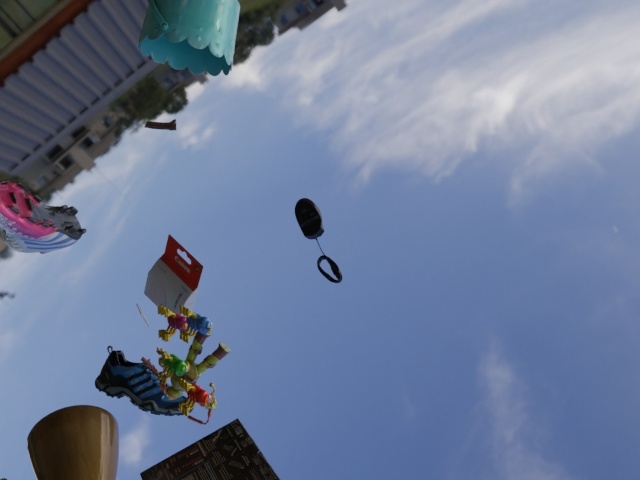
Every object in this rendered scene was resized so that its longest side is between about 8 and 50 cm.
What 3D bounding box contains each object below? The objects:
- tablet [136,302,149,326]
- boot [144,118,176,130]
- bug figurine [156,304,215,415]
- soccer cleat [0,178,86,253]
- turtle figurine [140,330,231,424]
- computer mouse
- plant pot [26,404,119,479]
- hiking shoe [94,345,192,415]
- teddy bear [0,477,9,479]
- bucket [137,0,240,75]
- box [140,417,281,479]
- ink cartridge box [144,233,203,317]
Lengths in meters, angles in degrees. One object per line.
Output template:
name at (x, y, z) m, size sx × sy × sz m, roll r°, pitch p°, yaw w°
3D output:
tablet at (-0.517, 0.218, 1.927) m, size 0.006 × 0.054 × 0.083 m, roll -30°, pitch -156°, yaw -13°
boot at (-0.585, -0.424, 2.413) m, size 0.114 × 0.037 × 0.106 m, roll -1°, pitch -163°, yaw -13°
bug figurine at (-0.329, 0.274, 1.627) m, size 0.072 × 0.279 × 0.216 m, roll -10°, pitch -159°, yaw -40°
soccer cleat at (-0.622, -0.027, 1.380) m, size 0.143 × 0.116 × 0.331 m, roll -29°, pitch 167°, yaw 3°
turtle figurine at (-0.353, 0.336, 1.746) m, size 0.269 × 0.087 × 0.217 m, roll 38°, pitch -88°, yaw 24°
computer mouse at (0.000, 0.000, 1.730) m, size 0.071 × 0.242 × 0.041 m, roll -25°, pitch 175°, yaw 26°
plant pot at (-0.621, 0.601, 1.701) m, size 0.237 × 0.237 × 0.254 m, roll -39°, pitch -139°, yaw 1°
hiking shoe at (-0.510, 0.422, 1.949) m, size 0.113 × 0.303 × 0.132 m, roll -147°, pitch -104°, yaw -89°
teddy bear at (-0.854, 0.696, 1.557) m, size 0.113 × 0.337 × 0.245 m, roll -46°, pitch -123°, yaw 34°
bucket at (-0.354, -0.581, 1.805) m, size 0.281 × 0.281 × 0.183 m, roll 7°, pitch -95°, yaw 54°
box at (-0.212, 0.515, 1.337) m, size 0.242 × 0.077 × 0.307 m, roll -26°, pitch -156°, yaw -19°
ink cartridge box at (-0.465, 0.127, 2.078) m, size 0.189 × 0.232 × 0.066 m, roll 39°, pitch -140°, yaw 28°
